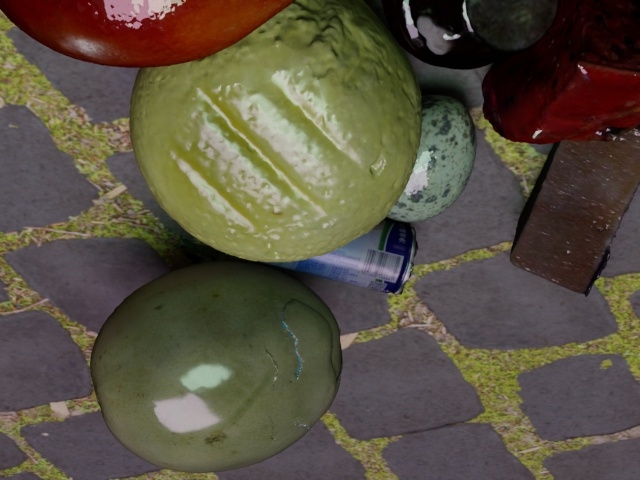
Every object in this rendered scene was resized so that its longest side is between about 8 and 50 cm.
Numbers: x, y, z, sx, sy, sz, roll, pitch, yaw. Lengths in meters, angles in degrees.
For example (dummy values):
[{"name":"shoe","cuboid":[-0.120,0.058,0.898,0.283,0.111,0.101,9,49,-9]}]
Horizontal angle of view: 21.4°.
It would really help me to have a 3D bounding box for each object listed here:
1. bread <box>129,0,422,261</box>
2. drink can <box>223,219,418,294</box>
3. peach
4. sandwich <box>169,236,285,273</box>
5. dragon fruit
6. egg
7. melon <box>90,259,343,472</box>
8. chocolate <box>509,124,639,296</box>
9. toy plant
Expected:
[{"name":"bread","cuboid":[-0.050,-0.131,1.853,0.321,0.237,0.320,10,131,12]},{"name":"drink can","cuboid":[0.000,0.000,2.163,0.235,0.097,0.097,13,142,-10]},{"name":"peach","cuboid":[-0.186,-0.260,1.648,0.362,0.201,0.257,22,167,22]},{"name":"sandwich","cuboid":[-0.092,0.082,2.305,0.245,0.063,0.212,11,141,-9]},{"name":"dragon fruit","cuboid":[0.288,-0.224,1.822,0.302,0.240,0.330,-7,173,-30]},{"name":"egg","cuboid":[0.117,-0.099,1.993,0.132,0.132,0.172,21,126,-20]},{"name":"melon","cuboid":[-0.126,0.157,2.156,0.330,0.268,0.268,-16,144,-13]},{"name":"chocolate","cuboid":[0.316,-0.067,2.036,0.112,0.112,0.321,15,142,1]},{"name":"toy plant","cuboid":[0.136,-0.261,1.746,0.175,0.235,0.218,-45,122,-9]}]
